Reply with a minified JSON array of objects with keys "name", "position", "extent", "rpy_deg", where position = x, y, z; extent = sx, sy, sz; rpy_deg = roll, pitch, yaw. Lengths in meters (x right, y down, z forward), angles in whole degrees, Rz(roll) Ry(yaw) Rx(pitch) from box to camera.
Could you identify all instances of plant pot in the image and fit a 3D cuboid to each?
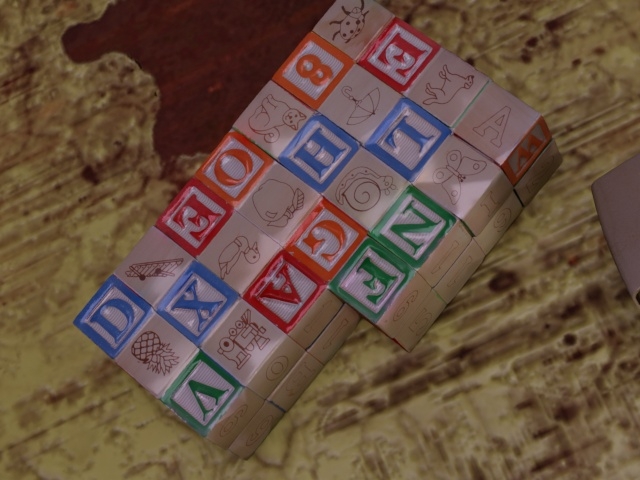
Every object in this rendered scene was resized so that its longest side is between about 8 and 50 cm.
[{"name":"plant pot","position":[0.230,-0.005,1.118],"extent":[0.109,0.109,0.096],"rpy_deg":[-33,54,5]}]

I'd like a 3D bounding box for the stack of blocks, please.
[{"name":"stack of blocks","position":[0.000,0.000,1.192],"extent":[0.171,0.087,0.297],"rpy_deg":[38,86,24]}]
